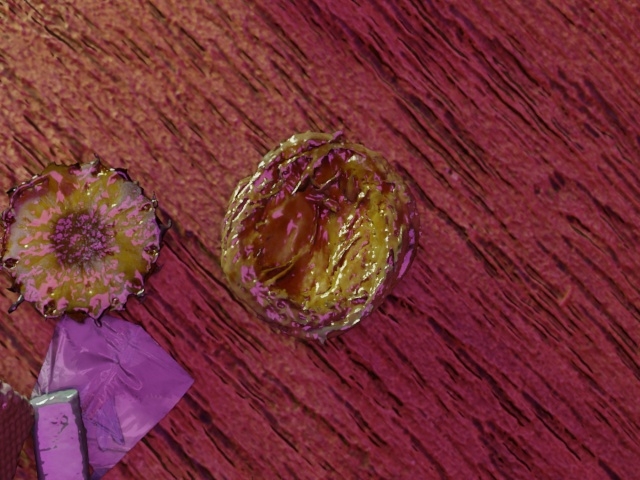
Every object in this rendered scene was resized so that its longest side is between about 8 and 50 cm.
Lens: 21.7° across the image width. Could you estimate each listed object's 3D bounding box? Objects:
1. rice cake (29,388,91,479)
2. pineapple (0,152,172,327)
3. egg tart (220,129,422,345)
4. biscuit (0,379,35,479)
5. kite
[{"bbox_3d":[-0.275,0.337,1.878,0.066,0.063,0.336,-9,84,-5],"label":"rice cake"},{"bbox_3d":[-0.281,0.005,1.936,0.221,0.047,0.221,1,79,-6],"label":"pineapple"},{"bbox_3d":[0.000,0.000,1.953,0.231,0.098,0.252,7,80,-1],"label":"egg tart"},{"bbox_3d":[-0.423,0.342,1.753,0.078,0.144,0.426,13,71,20],"label":"biscuit"},{"bbox_3d":[-0.298,0.225,1.929,0.169,0.015,0.310,37,80,-1],"label":"kite"}]
